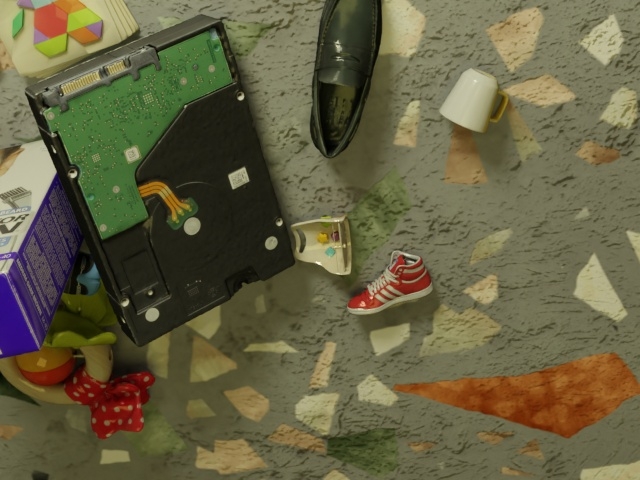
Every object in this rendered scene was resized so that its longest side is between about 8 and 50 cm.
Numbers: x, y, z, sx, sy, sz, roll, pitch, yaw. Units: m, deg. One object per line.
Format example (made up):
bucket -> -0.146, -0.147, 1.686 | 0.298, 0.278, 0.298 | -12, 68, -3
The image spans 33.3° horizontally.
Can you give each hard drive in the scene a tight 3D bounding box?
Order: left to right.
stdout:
hard drive -> -0.180, -0.069, 1.277 | 0.237, 0.064, 0.339 | -29, 122, -21

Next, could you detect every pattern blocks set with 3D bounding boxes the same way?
pattern blocks set -> -0.315, -0.287, 1.231 | 0.285, 0.026, 0.325 | -32, 116, 16

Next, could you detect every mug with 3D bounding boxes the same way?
mug -> 0.187, -0.173, 1.295 | 0.062, 0.078, 0.064 | 30, 109, 20

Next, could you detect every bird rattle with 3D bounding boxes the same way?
bird rattle -> -0.338, 0.156, 1.454 | 0.207, 0.143, 0.253 | 1, 133, 11

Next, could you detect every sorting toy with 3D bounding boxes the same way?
sorting toy -> 0.000, 0.000, 1.392 | 0.075, 0.045, 0.083 | -2, 120, 9

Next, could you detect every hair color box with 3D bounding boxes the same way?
hair color box -> -0.381, 0.007, 1.216 | 0.185, 0.339, 0.110 | -12, 117, 6

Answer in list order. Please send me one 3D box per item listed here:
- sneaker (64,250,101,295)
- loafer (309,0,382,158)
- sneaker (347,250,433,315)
sneaker -> -0.352, 0.029, 1.342 | 0.078, 0.188, 0.067 | 10, 90, -49
loafer -> 0.030, -0.202, 1.254 | 0.076, 0.078, 0.223 | 7, 119, -6
sneaker -> 0.086, 0.055, 1.421 | 0.118, 0.042, 0.067 | -18, 122, 1
